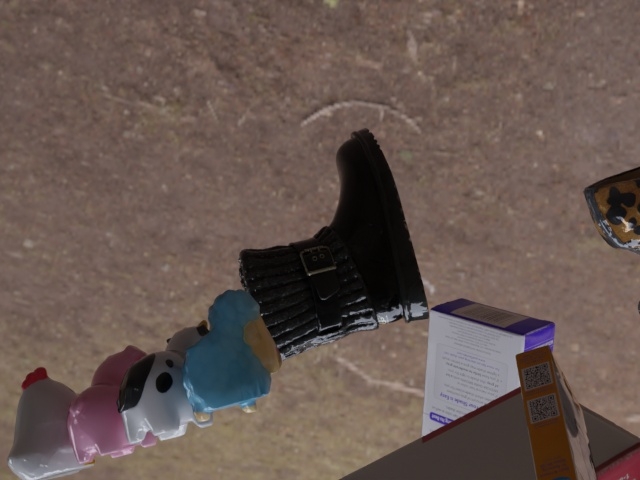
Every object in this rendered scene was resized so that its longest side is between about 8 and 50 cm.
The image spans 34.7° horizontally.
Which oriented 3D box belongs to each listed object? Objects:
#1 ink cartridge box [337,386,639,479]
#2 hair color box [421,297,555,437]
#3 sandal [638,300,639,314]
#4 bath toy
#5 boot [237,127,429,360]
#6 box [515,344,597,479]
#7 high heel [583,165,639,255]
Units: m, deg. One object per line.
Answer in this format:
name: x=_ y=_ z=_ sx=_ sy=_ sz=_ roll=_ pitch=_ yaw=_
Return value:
ink cartridge box: x=0.167 y=0.371 z=0.965 sx=0.160 sy=0.279 sz=0.385 roll=27 pitch=133 yaw=54
hair color box: x=0.273 y=0.284 z=1.707 sx=0.185 sy=0.339 sz=0.110 roll=15 pitch=-163 yaw=40
sandal: x=0.410 y=0.090 z=1.185 sx=0.067 sy=0.040 sz=0.179 roll=37 pitch=168 yaw=2
bath toy: x=-0.206 y=0.163 z=1.104 sx=0.348 sy=0.129 sz=0.151 roll=-24 pitch=165 yaw=32
boot: x=0.000 y=-0.001 z=1.533 sx=0.260 sy=0.348 sz=0.131 roll=-14 pitch=147 yaw=2
box: x=0.159 y=0.145 z=0.668 sx=0.028 sy=0.136 sz=0.081 roll=-18 pitch=129 yaw=19
high heel: x=0.345 y=-0.100 z=1.008 sx=0.186 sy=0.261 sz=0.093 roll=25 pitch=159 yaw=-28
